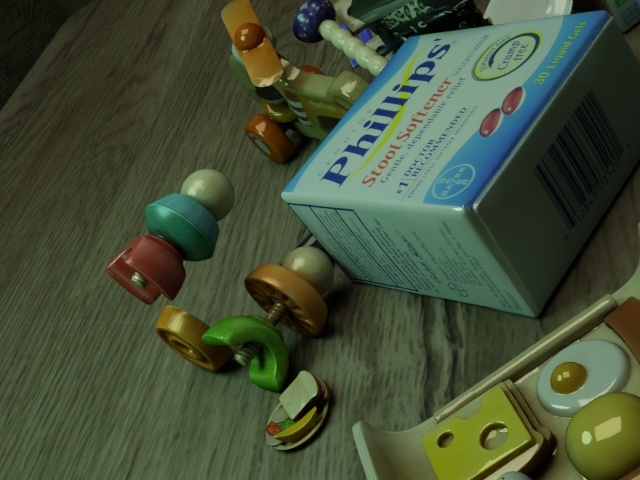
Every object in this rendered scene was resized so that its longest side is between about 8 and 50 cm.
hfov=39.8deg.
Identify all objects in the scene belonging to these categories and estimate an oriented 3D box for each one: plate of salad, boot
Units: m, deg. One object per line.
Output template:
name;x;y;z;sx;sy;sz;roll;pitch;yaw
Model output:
plate of salad;0.254;-0.263;1.094;0.200;0.048;0.200;-46;36;50
boot;0.169;-0.269;1.021;0.236;0.179;0.085;-4;66;53

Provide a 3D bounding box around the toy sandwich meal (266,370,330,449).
toy sandwich meal;-0.026;0.172;0.893;0.085;0.029;0.085;-29;31;20

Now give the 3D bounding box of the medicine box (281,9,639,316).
medicine box;0.150;-0.084;0.918;0.289;0.149;0.263;9;55;53

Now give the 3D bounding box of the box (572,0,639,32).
box;0.352;-0.353;1.091;0.114;0.103;0.203;-36;30;6

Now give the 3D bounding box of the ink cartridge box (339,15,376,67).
ink cartridge box;0.114;-0.401;1.495;0.208;0.045;0.206;-35;30;12

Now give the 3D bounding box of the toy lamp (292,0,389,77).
toy lamp;0.074;-0.236;1.179;0.080;0.080;0.275;-45;61;-8

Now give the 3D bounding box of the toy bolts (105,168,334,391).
toy bolts;-0.115;0.034;0.997;0.218;0.228;0.158;-5;44;57

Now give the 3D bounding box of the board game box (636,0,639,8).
board game box;0.355;-0.327;0.911;0.042;0.243;0.165;-3;46;47

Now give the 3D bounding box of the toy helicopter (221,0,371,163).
toy helicopter;-0.027;-0.217;1.212;0.140;0.235;0.355;-47;30;-12

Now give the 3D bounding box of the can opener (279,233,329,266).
can opener;0.000;0.000;1.077;0.073;0.059;0.186;34;85;32

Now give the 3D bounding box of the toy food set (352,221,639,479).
toy food set;0.173;0.129;0.659;0.306;0.092;0.219;-36;30;8

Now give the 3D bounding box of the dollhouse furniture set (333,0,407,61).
dollhouse furniture set;0.130;-0.287;1.279;0.129;0.129;0.183;-36;59;9
